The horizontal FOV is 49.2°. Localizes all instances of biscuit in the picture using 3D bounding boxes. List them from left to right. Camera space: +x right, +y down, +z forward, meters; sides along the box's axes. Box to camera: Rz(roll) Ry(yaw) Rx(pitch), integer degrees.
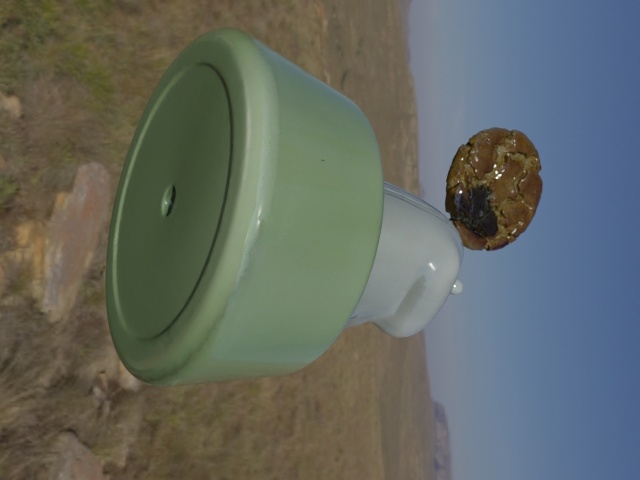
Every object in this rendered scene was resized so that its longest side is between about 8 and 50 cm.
[{"bbox_3d":[0.303,-0.088,1.209,0.042,0.225,0.226,21,-60,58],"label":"biscuit"}]

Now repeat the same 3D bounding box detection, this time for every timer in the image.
[{"bbox_3d":[0.000,0.000,0.644,0.290,0.315,0.291,-25,-122,49],"label":"timer"}]
